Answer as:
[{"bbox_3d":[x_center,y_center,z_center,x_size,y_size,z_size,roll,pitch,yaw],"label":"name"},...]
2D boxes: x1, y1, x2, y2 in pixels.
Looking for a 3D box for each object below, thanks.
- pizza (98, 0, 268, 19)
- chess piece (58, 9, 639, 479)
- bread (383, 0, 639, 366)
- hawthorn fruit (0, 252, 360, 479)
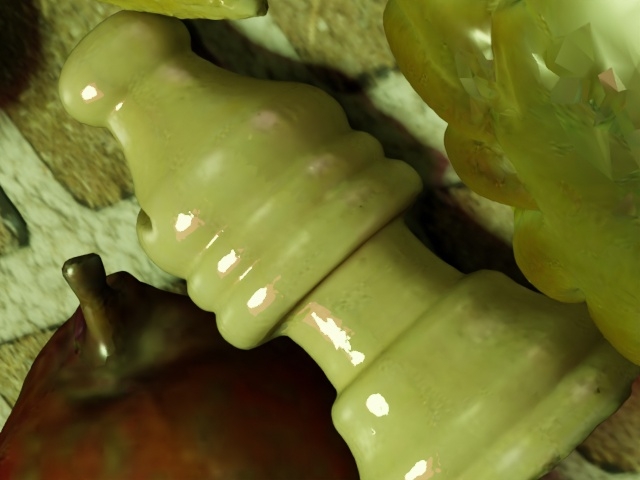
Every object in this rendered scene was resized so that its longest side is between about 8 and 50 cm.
[{"bbox_3d":[-0.166,-0.212,0.739,0.258,0.087,0.268,2,129,44],"label":"pizza"},{"bbox_3d":[0.000,0.000,0.758,0.307,0.124,0.139,46,116,6],"label":"chess piece"},{"bbox_3d":[0.150,-0.061,0.529,0.333,0.160,0.333,26,140,24],"label":"bread"},{"bbox_3d":[-0.063,0.192,0.859,0.325,0.308,0.308,48,143,9],"label":"hawthorn fruit"}]
